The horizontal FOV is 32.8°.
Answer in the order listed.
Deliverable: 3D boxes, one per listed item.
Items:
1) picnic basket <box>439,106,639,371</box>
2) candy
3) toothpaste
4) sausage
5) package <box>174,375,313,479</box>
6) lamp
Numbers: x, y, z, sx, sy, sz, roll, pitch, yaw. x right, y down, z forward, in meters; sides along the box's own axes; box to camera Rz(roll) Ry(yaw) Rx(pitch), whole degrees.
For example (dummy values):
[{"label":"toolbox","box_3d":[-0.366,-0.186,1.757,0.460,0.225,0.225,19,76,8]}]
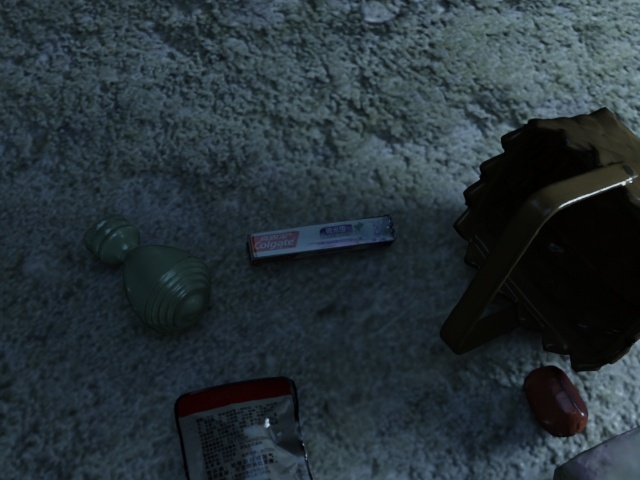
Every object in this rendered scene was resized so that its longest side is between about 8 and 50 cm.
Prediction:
[{"label":"picnic basket","box_3d":[0.294,0.005,1.315,0.321,0.254,0.291,-20,59,-40]},{"label":"candy","box_3d":[0.376,0.309,1.226,0.195,0.137,0.185,-19,62,-17]},{"label":"toothpaste","box_3d":[0.000,0.000,1.445,0.196,0.047,0.040,-8,74,-8]},{"label":"sausage","box_3d":[0.288,0.199,1.333,0.054,0.059,0.094,-40,60,24]},{"label":"package","box_3d":[-0.082,0.275,1.278,0.154,0.030,0.239,-9,60,-8]},{"label":"lamp","box_3d":[-0.217,0.038,1.379,0.106,0.106,0.193,-38,59,-23]}]
